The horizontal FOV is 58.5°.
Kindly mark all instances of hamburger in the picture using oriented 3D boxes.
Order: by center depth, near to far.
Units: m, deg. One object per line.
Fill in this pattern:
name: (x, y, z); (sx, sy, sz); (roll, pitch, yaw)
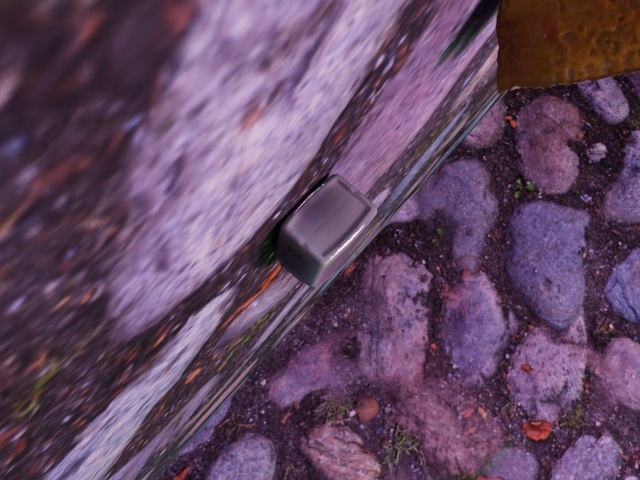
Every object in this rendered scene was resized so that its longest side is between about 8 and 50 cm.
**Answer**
hamburger: (0.284, -0.222, 0.476); (0.283, 0.156, 0.144); (-6, -168, 27)

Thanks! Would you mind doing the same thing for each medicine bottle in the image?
medicine bottle: (0.000, 0.000, 0.513); (0.074, 0.055, 0.118); (-48, 173, -19)
